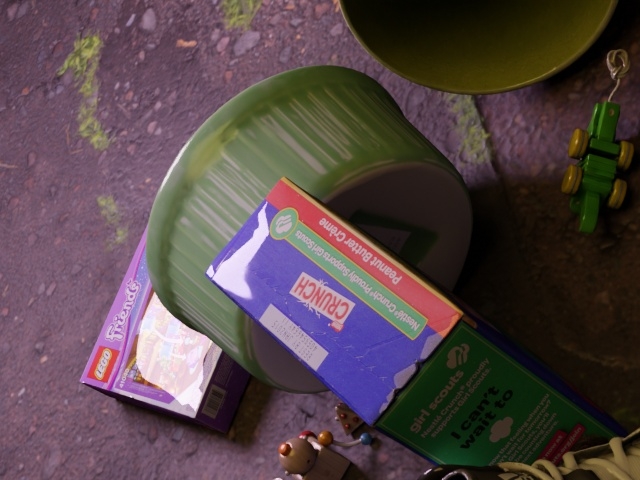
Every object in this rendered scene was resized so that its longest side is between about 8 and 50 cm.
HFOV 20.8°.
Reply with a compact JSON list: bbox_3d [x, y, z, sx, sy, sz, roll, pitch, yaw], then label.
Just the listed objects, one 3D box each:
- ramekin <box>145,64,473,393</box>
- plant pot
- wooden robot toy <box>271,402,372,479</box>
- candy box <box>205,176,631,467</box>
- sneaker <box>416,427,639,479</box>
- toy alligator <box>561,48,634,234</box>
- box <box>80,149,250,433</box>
[{"bbox_3d":[0.000,0.000,1.657,0.303,0.303,0.148,-52,50,5],"label":"ramekin"},{"bbox_3d":[0.157,-0.343,1.768,0.275,0.275,0.293,-31,32,25],"label":"plant pot"},{"bbox_3d":[-0.023,0.220,1.699,0.076,0.079,0.173,26,84,47],"label":"wooden robot toy"},{"bbox_3d":[0.095,0.105,1.485,0.122,0.317,0.268,-54,43,3],"label":"candy box"},{"bbox_3d":[0.239,0.209,1.337,0.447,0.257,0.169,-45,44,12],"label":"sneaker"},{"bbox_3d":[0.263,-0.088,1.647,0.051,0.056,0.190,120,164,-69],"label":"toy alligator"},{"bbox_3d":[-0.130,0.050,1.912,0.201,0.057,0.293,11,74,44],"label":"box"}]
